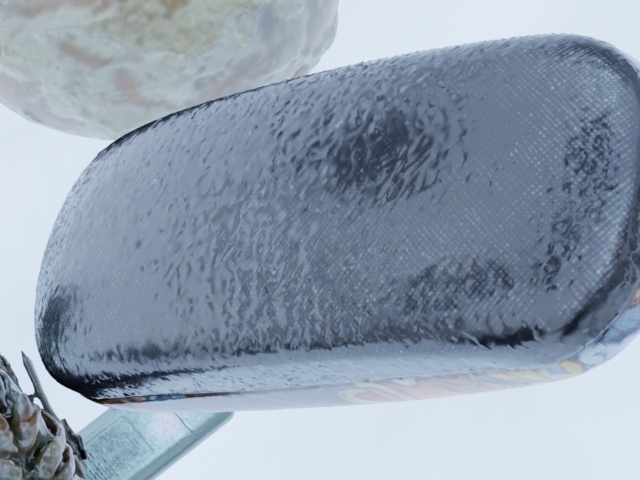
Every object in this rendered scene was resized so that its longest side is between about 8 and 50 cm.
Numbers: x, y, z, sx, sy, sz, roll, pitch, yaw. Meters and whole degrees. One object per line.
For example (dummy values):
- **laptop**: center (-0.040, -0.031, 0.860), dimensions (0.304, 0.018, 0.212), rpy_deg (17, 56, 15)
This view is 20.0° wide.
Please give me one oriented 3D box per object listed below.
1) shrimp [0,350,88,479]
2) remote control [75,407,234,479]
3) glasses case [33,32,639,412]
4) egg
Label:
- **shrimp**: center (-0.156, 0.087, 0.820), dimensions (0.090, 0.079, 0.233), rpy_deg (-23, 77, -44)
- **remote control**: center (-0.110, 0.118, 1.062), dimensions (0.124, 0.018, 0.053), rpy_deg (-39, 73, -18)
- **glasses case**: center (0.000, 0.000, 0.708), dimensions (0.082, 0.321, 0.122), rpy_deg (25, 67, -41)
- **egg**: center (-0.107, -0.154, 1.036), dimensions (0.245, 0.203, 0.203), rpy_deg (6, 63, -14)
